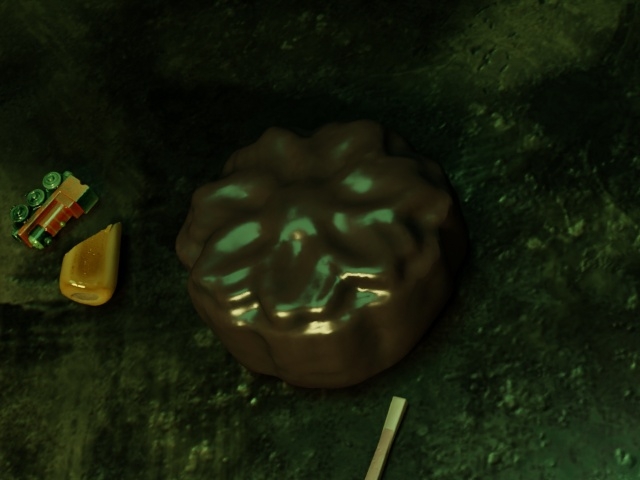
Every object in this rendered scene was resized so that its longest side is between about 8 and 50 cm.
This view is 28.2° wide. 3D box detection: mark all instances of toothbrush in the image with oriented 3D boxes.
[{"bbox_3d":[0.042,0.228,1.153,0.014,0.017,0.194,10,58,24],"label":"toothbrush"}]

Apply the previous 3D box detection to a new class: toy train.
[{"bbox_3d":[-0.316,-0.034,1.497,0.064,0.044,0.103,33,74,27],"label":"toy train"}]

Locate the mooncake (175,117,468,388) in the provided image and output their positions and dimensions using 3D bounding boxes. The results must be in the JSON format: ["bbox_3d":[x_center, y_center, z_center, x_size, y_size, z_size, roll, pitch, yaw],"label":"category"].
[{"bbox_3d":[0.000,0.000,1.262,0.283,0.141,0.283,-11,53,14],"label":"mooncake"}]

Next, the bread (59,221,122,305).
[{"bbox_3d":[-0.255,0.024,1.416,0.062,0.049,0.103,4,52,-7],"label":"bread"}]
